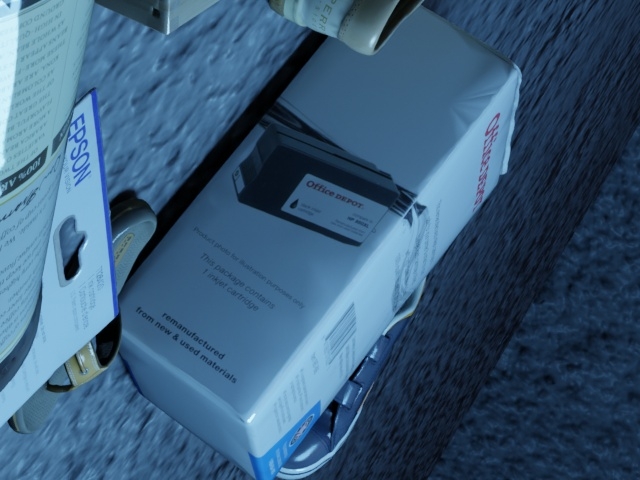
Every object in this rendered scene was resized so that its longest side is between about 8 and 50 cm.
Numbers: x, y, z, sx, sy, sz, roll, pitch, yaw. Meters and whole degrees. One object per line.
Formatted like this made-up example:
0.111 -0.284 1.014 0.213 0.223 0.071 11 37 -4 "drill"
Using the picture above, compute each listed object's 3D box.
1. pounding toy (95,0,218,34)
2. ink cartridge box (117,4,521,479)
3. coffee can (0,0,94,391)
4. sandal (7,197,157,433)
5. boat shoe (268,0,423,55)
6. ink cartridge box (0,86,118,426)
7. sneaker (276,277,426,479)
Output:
-0.114 -0.173 1.004 0.141 0.130 0.100 -41 148 -42 "pounding toy"
0.000 0.000 1.608 0.395 0.166 0.285 -52 168 -14 "ink cartridge box"
-0.205 -0.067 0.769 0.201 0.201 0.275 -41 160 -41 "coffee can"
-0.184 0.069 1.409 0.219 0.060 0.090 -57 165 8 "sandal"
0.096 -0.252 1.473 0.341 0.110 0.121 -43 161 -38 "boat shoe"
-0.262 0.066 1.160 0.307 0.072 0.303 -49 163 -27 "ink cartridge box"
0.019 0.119 2.031 0.321 0.126 0.127 -60 173 -24 "sneaker"
